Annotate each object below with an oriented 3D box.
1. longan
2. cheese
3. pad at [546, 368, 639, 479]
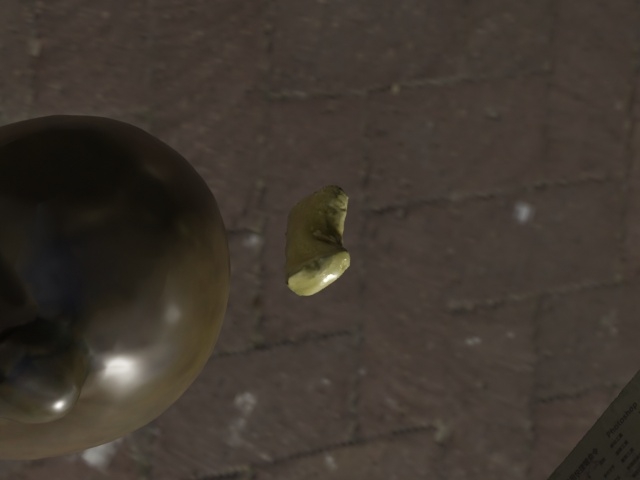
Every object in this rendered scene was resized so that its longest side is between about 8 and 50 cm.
[{"bbox_3d":[-0.131,0.029,0.915,0.185,0.204,0.159,-33,111,9],"label":"longan"},{"bbox_3d":[0.000,0.000,1.142,0.030,0.083,0.044,39,114,-21],"label":"cheese"},{"bbox_3d":[0.212,0.188,1.273,0.009,0.159,0.265,7,127,-44],"label":"pad"}]
